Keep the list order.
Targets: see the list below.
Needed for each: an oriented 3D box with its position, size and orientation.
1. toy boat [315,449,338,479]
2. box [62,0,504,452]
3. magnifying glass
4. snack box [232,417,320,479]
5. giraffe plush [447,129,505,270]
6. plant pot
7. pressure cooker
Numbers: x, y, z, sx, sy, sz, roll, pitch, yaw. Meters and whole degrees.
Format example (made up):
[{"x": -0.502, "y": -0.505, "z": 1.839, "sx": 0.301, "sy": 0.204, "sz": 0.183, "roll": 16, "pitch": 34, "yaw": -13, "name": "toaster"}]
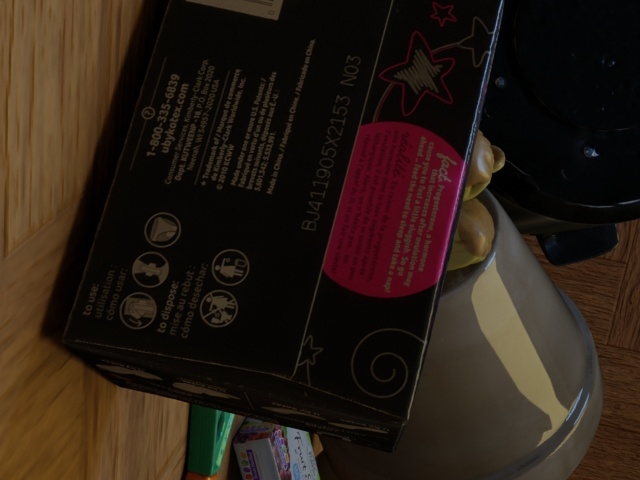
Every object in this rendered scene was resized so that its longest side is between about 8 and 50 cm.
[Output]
[{"x": 0.092, "y": 0.242, "z": 1.400, "sx": 0.267, "sy": 0.148, "sz": 0.318, "roll": -32, "pitch": -132, "yaw": 40, "name": "toy boat"}, {"x": -0.009, "y": -0.034, "z": 0.592, "sx": 0.142, "sy": 0.163, "sz": 0.247, "roll": 83, "pitch": 21, "yaw": -73, "name": "box"}, {"x": -0.078, "y": 0.140, "z": 0.823, "sx": 0.092, "sy": 0.026, "sz": 0.231, "roll": 12, "pitch": 91, "yaw": -81, "name": "magnifying glass"}, {"x": -0.031, "y": 0.213, "z": 1.016, "sx": 0.100, "sy": 0.037, "sz": 0.141, "roll": -58, "pitch": 137, "yaw": -69, "name": "snack box"}, {"x": 0.085, "y": -0.057, "z": 1.043, "sx": 0.170, "sy": 0.181, "sz": 0.210, "roll": -54, "pitch": 163, "yaw": -49, "name": "giraffe plush"}, {"x": 0.115, "y": 0.088, "z": 1.201, "sx": 0.280, "sy": 0.323, "sz": 0.323, "roll": 67, "pitch": 32, "yaw": -45, "name": "plant pot"}, {"x": 0.255, "y": -0.193, "z": 1.314, "sx": 0.370, "sy": 0.375, "sz": 0.420, "roll": -64, "pitch": -177, "yaw": -5, "name": "pressure cooker"}]
